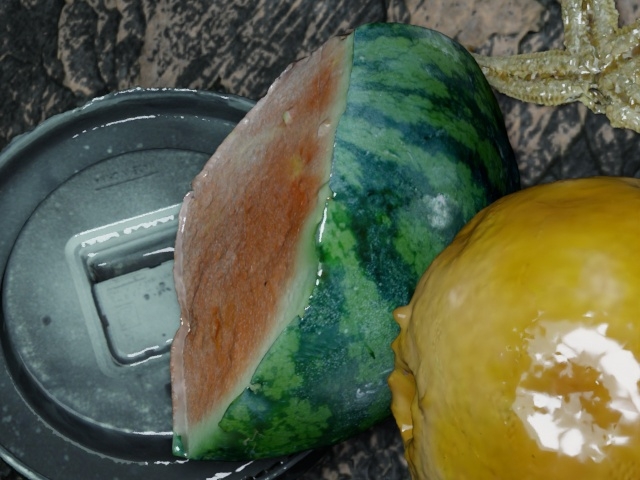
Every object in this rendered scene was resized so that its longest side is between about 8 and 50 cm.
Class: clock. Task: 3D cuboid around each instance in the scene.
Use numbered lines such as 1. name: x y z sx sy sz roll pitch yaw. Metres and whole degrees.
1. clock: -0.133 0.053 1.606 0.386 0.076 0.386 0 65 1

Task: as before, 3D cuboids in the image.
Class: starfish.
1. starfish: 0.231 -0.167 1.570 0.247 0.050 0.138 21 86 30

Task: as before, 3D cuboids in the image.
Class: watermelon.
1. watermelon: 0.019 -0.017 1.478 0.319 0.222 0.292 -8 60 -4

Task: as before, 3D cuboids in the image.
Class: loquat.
1. loquat: 0.210 0.111 1.356 0.328 0.328 0.328 -9 72 29
